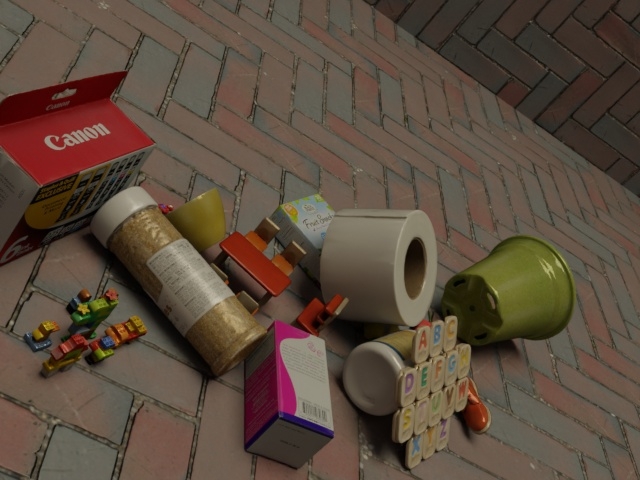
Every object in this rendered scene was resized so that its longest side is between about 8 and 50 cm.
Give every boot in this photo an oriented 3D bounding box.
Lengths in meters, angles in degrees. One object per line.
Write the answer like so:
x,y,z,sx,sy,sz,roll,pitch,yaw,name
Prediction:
0.314,0.346,1.869,0.084,0.059,0.158,44,16,-36,boot

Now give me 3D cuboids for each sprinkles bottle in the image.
-0.250,0.068,1.521,0.355,0.121,0.121,47,30,9,sprinkles bottle

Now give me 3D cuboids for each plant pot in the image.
0.444,0.142,2.136,0.254,0.276,0.276,-13,60,-43,plant pot
-0.236,-0.030,1.678,0.095,0.134,0.134,60,29,-5,plant pot

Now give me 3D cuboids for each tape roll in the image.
0.126,0.054,1.818,0.246,0.169,0.246,-8,99,-62,tape roll

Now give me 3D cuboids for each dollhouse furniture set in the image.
-0.087,0.082,1.680,0.259,0.135,0.262,42,30,1,dollhouse furniture set

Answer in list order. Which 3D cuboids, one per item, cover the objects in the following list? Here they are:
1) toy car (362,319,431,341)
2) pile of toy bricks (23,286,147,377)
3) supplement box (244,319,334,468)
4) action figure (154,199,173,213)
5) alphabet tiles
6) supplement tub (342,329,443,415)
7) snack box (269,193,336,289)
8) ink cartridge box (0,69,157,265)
0.220,0.257,1.895,0.239,0.053,0.225,6,45,-46,toy car
-0.353,0.120,1.348,0.118,0.105,0.212,50,30,13,pile of toy bricks
-0.058,0.263,1.502,0.111,0.114,0.220,26,34,-24,supplement box
-0.332,-0.064,1.683,0.115,0.038,0.030,3,88,-49,action figure
0.221,0.293,1.684,0.021,0.278,0.284,9,10,35,alphabet tiles
0.153,0.257,1.724,0.199,0.144,0.144,-9,57,-54,supplement tub
0.000,0.000,1.957,0.207,0.070,0.174,47,30,12,snack box
-0.425,-0.123,1.414,0.130,0.272,0.309,44,30,4,ink cartridge box
